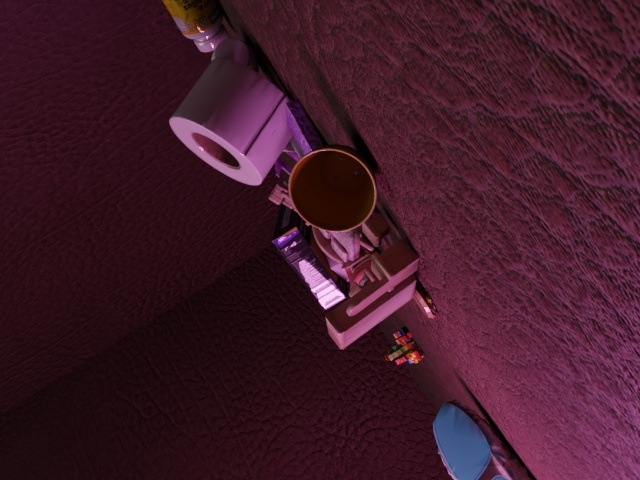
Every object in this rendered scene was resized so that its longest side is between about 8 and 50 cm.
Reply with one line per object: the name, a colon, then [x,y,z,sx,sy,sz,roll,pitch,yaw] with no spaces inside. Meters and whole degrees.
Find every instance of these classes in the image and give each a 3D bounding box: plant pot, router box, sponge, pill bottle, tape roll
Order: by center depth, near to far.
plant pot: [0.028,-0.094,1.197,0.134,0.134,0.095,58,-155,-17]
sponge: [-0.013,-0.179,1.604,0.210,0.031,0.117,62,172,10]
tape roll: [-0.187,-0.260,1.729,0.246,0.169,0.246,30,165,9]
pill bottle: [-0.201,-0.412,1.835,0.108,0.108,0.180,58,177,1]
pill bottle: [-0.314,-0.577,1.937,0.118,0.117,0.208,56,177,48]
router box: [-0.022,0.019,2.164,0.243,0.081,0.309,54,-166,-18]

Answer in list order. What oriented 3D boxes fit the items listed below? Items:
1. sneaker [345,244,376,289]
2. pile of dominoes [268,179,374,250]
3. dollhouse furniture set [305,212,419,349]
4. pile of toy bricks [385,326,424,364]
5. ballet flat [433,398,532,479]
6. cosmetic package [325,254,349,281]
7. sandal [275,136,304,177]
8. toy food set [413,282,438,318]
sneaker: [0.095,0.066,1.854,0.136,0.116,0.314,59,178,4]
pile of dominoes: [0.003,-0.049,1.749,0.251,0.040,0.196,32,-170,-2]
dollhouse furniture set: [0.000,0.000,1.454,0.355,0.173,0.303,51,169,19]
pile of toy bricks: [0.250,0.346,2.451,0.118,0.105,0.212,58,178,2]
ballet flat: [0.383,0.517,1.667,0.147,0.147,0.409,60,177,-41]
cosmetic package: [0.037,-0.011,2.132,0.099,0.060,0.239,42,-159,-52]
sandal: [-0.074,-0.203,1.966,0.169,0.102,0.416,59,176,-36]
toy food set: [0.196,0.114,1.491,0.083,0.020,0.083,56,176,43]
